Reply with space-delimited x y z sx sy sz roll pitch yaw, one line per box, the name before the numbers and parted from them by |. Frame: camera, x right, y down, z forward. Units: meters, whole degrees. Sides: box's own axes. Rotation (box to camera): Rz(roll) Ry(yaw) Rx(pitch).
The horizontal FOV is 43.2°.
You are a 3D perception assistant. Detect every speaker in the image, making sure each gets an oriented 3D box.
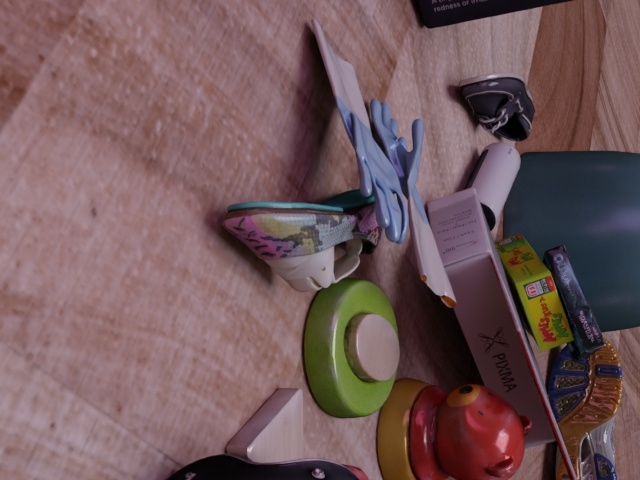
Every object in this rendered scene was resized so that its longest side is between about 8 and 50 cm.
speaker | 0.214 -0.067 1.030 0.136 0.055 0.055 -57 132 -42

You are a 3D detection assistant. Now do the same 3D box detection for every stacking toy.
stacking toy | 0.075 0.192 0.717 0.309 0.130 0.279 -55 131 -45

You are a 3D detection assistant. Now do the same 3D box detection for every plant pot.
plant pot | 0.436 0.000 1.202 0.293 0.235 0.293 10 78 -57

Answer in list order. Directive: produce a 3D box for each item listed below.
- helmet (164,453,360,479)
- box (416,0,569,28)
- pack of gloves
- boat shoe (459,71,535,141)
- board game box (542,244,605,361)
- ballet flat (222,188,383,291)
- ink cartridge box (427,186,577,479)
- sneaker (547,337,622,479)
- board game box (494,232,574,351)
helmet | -0.034 0.222 0.514 0.169 0.161 0.169 10 78 -56
box | 0.248 -0.576 0.920 0.480 0.297 0.472 -56 133 -43
pack of gloves | 0.075 -0.077 0.749 0.195 0.046 0.232 43 28 -53
boat shoe | 0.240 -0.174 1.067 0.206 0.075 0.065 5 79 -62
board game box | 0.311 0.084 1.010 0.186 0.026 0.126 42 28 -73
ballet flat | 0.000 0.000 0.680 0.221 0.077 0.079 -12 100 -61
ink cartridge box | 0.204 0.129 0.894 0.261 0.066 0.296 -89 156 -57
sneaker | 0.412 0.299 1.275 0.131 0.112 0.296 55 42 -64
board game box | 0.265 0.060 1.023 0.181 0.043 0.092 -77 145 -75
